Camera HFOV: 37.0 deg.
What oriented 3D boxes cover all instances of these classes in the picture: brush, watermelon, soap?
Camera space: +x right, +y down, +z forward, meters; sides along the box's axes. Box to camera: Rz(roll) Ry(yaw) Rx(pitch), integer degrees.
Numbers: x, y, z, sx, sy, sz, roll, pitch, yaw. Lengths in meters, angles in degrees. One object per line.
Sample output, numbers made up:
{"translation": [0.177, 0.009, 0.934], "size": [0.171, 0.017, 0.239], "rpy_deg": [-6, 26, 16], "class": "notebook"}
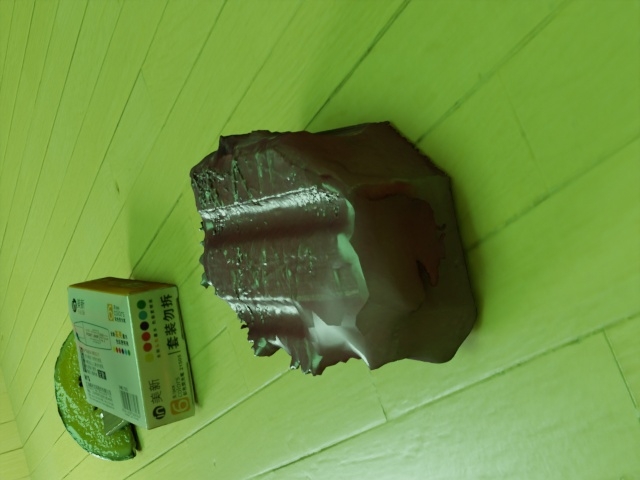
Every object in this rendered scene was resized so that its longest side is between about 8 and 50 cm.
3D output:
{"translation": [-0.338, 0.295, 1.740], "size": [0.282, 0.048, 0.054], "rpy_deg": [-41, 67, 52], "class": "brush"}
{"translation": [-0.446, 0.313, 1.908], "size": [0.129, 0.123, 0.301], "rpy_deg": [-40, 67, 37], "class": "watermelon"}
{"translation": [0.000, 0.000, 0.857], "size": [0.325, 0.127, 0.220], "rpy_deg": [0, 102, 62], "class": "soap"}

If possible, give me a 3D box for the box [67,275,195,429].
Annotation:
{"translation": [-0.312, 0.172, 1.548], "size": [0.274, 0.091, 0.221], "rpy_deg": [5, 103, 56], "class": "box"}
